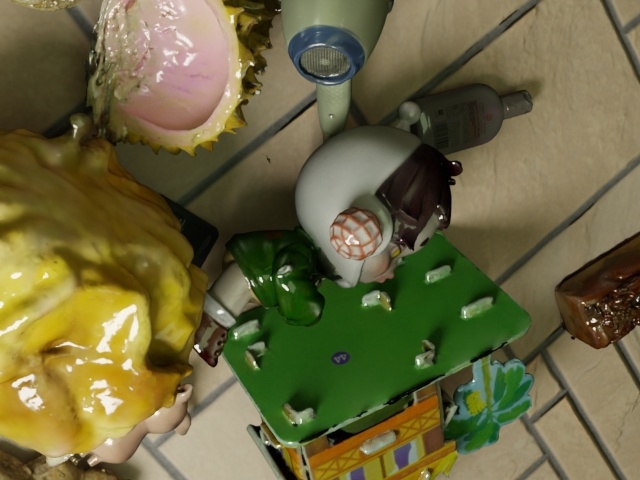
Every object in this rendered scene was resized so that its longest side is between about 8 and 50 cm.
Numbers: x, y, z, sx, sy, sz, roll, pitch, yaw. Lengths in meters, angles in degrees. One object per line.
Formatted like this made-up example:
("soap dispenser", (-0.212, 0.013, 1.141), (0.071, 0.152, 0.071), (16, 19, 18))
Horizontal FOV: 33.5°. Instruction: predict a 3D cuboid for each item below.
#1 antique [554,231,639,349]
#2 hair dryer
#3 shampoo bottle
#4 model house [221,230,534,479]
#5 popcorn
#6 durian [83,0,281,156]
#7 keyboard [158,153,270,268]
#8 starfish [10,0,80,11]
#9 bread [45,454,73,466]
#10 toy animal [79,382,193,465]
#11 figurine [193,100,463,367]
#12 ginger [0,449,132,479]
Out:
("antique", (0.481, 0.039, 1.502), (0.310, 0.093, 0.087), (-29, 117, -13))
("hair dryer", (0.023, -0.277, 1.166), (0.119, 0.298, 0.295), (8, 78, 2))
("shampoo bottle", (0.189, -0.156, 1.332), (0.165, 0.040, 0.080), (-18, 112, -19))
("model house", (0.085, 0.204, 1.341), (0.358, 0.242, 0.312), (-25, 132, -17))
("popcorn", (-0.296, 0.064, 1.047), (0.349, 0.349, 0.381), (28, 115, -29))
("durian", (-0.110, -0.237, 1.109), (0.196, 0.186, 0.305), (-31, 135, -59))
("keyboard", (-0.195, 0.037, 1.230), (0.103, 0.041, 0.381), (33, 98, -30))
("starfish", (-0.222, -0.312, 1.095), (0.236, 0.062, 0.277), (-49, 115, -9))
("bread", (-0.261, 0.187, 1.177), (0.126, 0.129, 0.044), (-37, 112, 5))
("toy animal", (-0.214, 0.211, 1.245), (0.150, 0.083, 0.089), (-30, 87, -11))
("figurine", (0.000, 0.000, 1.194), (0.370, 0.281, 0.167), (-39, 87, -5))
("ginger", (-0.316, 0.295, 1.231), (0.204, 0.080, 0.104), (28, 100, -31))
